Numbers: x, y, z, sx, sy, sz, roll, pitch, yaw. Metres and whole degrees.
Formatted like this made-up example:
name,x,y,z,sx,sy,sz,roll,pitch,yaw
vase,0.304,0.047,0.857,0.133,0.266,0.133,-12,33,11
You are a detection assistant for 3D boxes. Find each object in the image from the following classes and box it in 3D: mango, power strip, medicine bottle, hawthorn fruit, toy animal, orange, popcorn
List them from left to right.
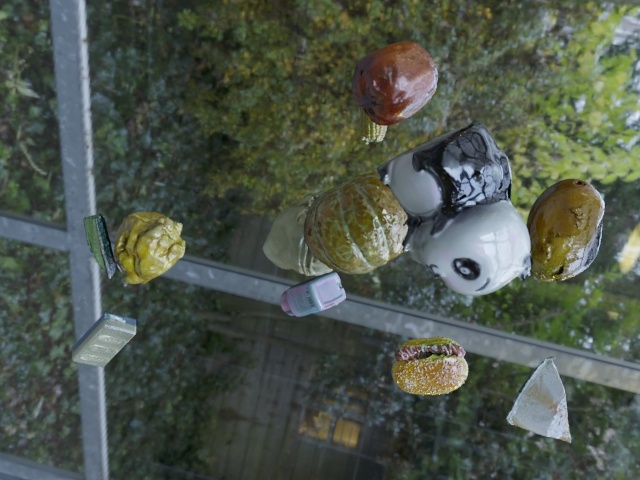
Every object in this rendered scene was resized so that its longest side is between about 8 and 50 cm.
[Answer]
name,x,y,z,sx,sy,sz,roll,pitch,yaw
power strip,-0.344,0.159,1.064,0.123,0.056,0.032,-42,-137,33
popcorn,-0.490,0.011,1.877,0.253,0.190,0.191,-31,-173,34
medicine bottle,-0.031,0.163,1.942,0.119,0.188,0.094,-21,89,-42
orange,0.116,-0.047,1.801,0.249,0.329,0.329,60,17,-11
hawthorn fruit,0.152,-0.330,1.388,0.179,0.173,0.173,-46,-178,13
toy animal,0.272,-0.049,1.273,0.251,0.251,0.310,-56,122,-77
mango,0.499,-0.022,1.385,0.248,0.151,0.156,-62,178,-27

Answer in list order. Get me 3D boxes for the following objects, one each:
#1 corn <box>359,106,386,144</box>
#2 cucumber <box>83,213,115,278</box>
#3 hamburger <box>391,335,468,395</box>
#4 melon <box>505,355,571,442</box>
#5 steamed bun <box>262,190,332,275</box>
name,x,y,z,sx,sy,sz,roll,pitch,yaw
corn,0.141,-0.361,1.688,0.080,0.080,0.238,39,57,-85
cucumber,-0.601,0.006,1.817,0.046,0.070,0.220,-44,148,-42
hamburger,0.302,0.351,1.867,0.116,0.210,0.173,-91,177,-73
melon,0.425,0.327,1.302,0.093,0.139,0.202,-132,-151,-64
steamed bun,0.002,-0.003,2.096,0.289,0.203,0.276,-6,133,-44
